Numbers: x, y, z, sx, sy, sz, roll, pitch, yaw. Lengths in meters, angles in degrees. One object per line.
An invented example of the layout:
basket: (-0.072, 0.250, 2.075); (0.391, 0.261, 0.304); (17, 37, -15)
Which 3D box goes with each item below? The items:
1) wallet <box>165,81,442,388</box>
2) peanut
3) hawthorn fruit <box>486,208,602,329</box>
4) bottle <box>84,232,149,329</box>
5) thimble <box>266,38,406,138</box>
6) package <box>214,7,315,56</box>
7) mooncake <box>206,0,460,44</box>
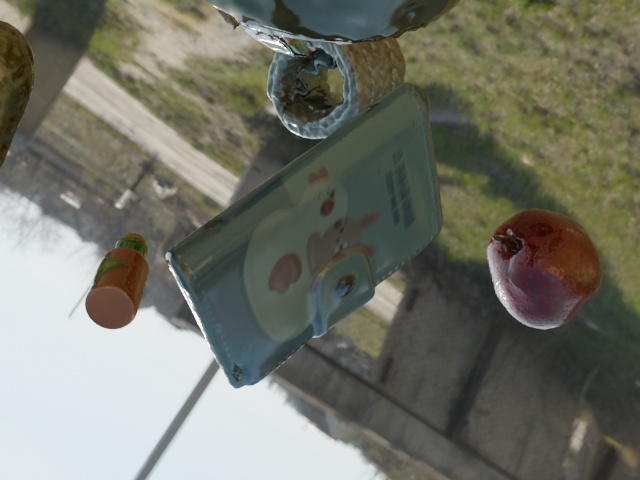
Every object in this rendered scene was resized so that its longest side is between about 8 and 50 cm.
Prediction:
wallet: (0.000, 0.000, 1.050); (0.083, 0.360, 0.252); (36, 153, 38)
peanut: (-0.371, -0.123, 0.943); (0.108, 0.226, 0.095); (19, -175, -45)
hawthorn fruit: (0.352, 0.034, 1.512); (0.225, 0.196, 0.197); (31, 177, -41)
bottle: (-0.263, 0.044, 1.216); (0.069, 0.069, 0.187); (36, -161, -16)
thimble: (0.029, -0.279, 1.582); (0.229, 0.148, 0.196); (-41, 75, 50)
package: (-0.073, -0.265, 1.116); (0.121, 0.031, 0.108); (23, 176, 18)
mooncake: (0.005, -0.392, 0.896); (0.246, 0.393, 0.394); (102, 147, -66)
